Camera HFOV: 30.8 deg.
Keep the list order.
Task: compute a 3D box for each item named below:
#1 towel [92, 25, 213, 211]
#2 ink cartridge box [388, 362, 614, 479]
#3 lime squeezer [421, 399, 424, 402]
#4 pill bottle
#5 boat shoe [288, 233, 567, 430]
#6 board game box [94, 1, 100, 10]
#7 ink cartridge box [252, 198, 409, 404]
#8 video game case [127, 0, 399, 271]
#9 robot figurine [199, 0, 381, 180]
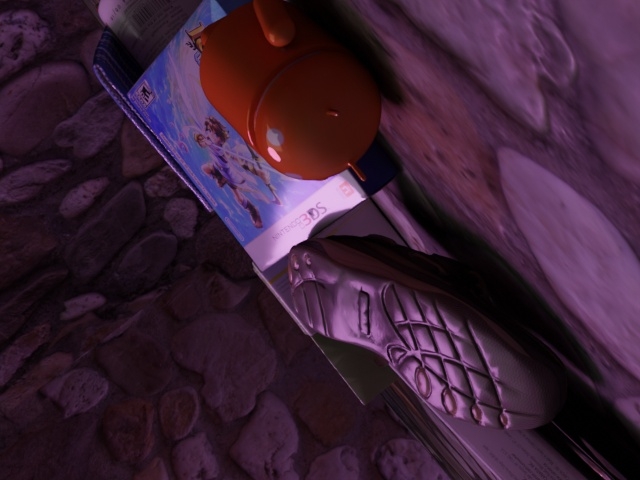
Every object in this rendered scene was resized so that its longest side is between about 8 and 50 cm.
[{"bbox_3d":[-0.200,-0.194,1.545,0.243,0.040,0.336,50,-167,-22],"label":"towel"},{"bbox_3d":[0.238,0.239,1.262,0.261,0.066,0.296,38,-176,-40],"label":"ink cartridge box"},{"bbox_3d":[0.113,0.152,1.837,0.310,0.059,0.109,-153,62,-62],"label":"lime squeezer"},{"bbox_3d":[-0.158,-0.236,1.441,0.229,0.131,0.131,51,174,5],"label":"pill bottle"},{"bbox_3d":[0.119,0.069,1.203,0.355,0.130,0.132,30,132,38],"label":"boat shoe"},{"bbox_3d":[-0.291,-0.365,1.862,0.043,0.092,0.181,57,172,-35],"label":"board game box"},{"bbox_3d":[0.049,0.069,1.482,0.235,0.171,0.056,52,174,2],"label":"ink cartridge box"},{"bbox_3d":[-0.074,-0.121,1.289,0.269,0.061,0.244,52,142,-2],"label":"video game case"},{"bbox_3d":[-0.029,-0.139,1.061,0.128,0.158,0.219,1,-147,-39],"label":"robot figurine"}]
